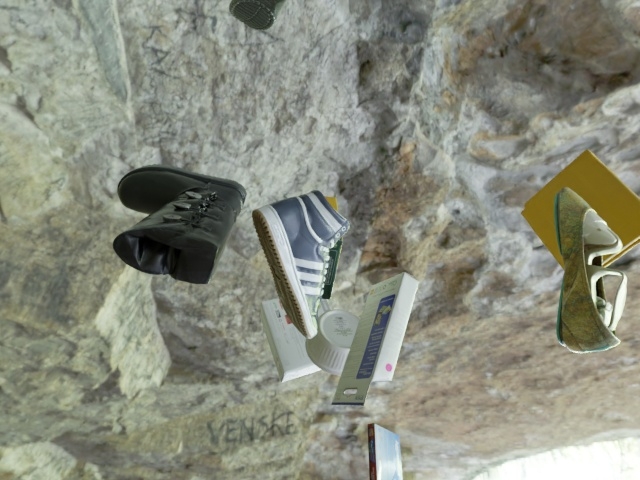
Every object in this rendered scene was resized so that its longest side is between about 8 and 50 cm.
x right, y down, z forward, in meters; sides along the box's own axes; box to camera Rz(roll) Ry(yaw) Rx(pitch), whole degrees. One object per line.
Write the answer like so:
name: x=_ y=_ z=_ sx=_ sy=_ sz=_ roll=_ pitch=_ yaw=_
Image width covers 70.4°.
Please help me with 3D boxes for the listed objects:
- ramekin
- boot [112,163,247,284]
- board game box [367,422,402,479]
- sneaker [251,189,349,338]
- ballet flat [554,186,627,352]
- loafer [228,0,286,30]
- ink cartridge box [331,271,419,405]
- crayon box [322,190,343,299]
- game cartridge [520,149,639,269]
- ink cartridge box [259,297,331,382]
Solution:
ramekin: x=0.061 y=0.321 z=1.478 sx=0.206 sy=0.207 sz=0.109 roll=11 pitch=-52 yaw=-7
boot: x=-0.388 y=-0.052 z=1.105 sx=0.366 sy=0.445 sz=0.146 roll=2 pitch=-64 yaw=-1
board game box: x=0.182 y=0.667 z=1.247 sx=0.027 sy=0.282 sz=0.145 roll=-25 pitch=-46 yaw=30
sneaker: x=-0.013 y=0.043 z=0.851 sx=0.153 sy=0.099 sz=0.283 roll=-27 pitch=-63 yaw=-22
ballet flat: x=0.535 y=0.047 z=0.895 sx=0.123 sy=0.349 sz=0.123 roll=10 pitch=-21 yaw=4
loafer: x=-0.101 y=-0.492 z=0.881 sx=0.094 sy=0.088 sz=0.251 roll=25 pitch=-12 yaw=-29
ink cartridge box: x=0.148 y=0.272 z=1.220 sx=0.069 sy=0.371 sz=0.175 roll=32 pitch=-29 yaw=-13
crayon box: x=0.000 y=0.000 z=1.378 sx=0.083 sy=0.323 sz=0.203 roll=7 pitch=-61 yaw=-6
game cartridge: x=0.813 y=-0.075 z=1.403 sx=0.052 sy=0.324 sz=0.285 roll=15 pitch=-50 yaw=-34
ink cartridge box: x=-0.075 y=0.377 z=1.854 sx=0.271 sy=0.310 sz=0.130 roll=-12 pitch=-31 yaw=-19
